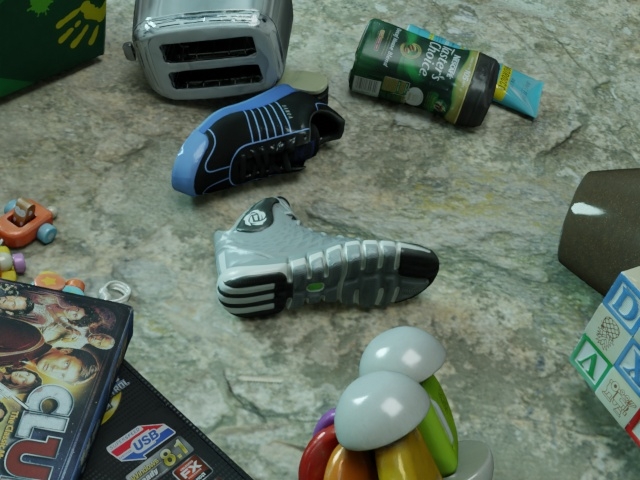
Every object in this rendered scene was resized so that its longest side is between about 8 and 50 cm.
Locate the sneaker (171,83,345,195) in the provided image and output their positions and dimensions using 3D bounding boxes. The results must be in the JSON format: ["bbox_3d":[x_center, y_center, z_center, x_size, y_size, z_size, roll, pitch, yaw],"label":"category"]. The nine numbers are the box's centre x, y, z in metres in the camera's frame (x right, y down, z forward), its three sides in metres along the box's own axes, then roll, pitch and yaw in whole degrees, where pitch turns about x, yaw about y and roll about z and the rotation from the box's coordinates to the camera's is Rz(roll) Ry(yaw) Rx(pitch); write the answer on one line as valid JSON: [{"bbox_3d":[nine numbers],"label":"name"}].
[{"bbox_3d":[-0.063,-0.107,0.999,0.091,0.081,0.232,28,44,22],"label":"sneaker"}]

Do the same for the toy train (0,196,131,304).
[{"bbox_3d":[-0.264,0.016,0.847,0.166,0.046,0.125,35,48,20],"label":"toy train"}]

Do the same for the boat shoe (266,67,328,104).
[{"bbox_3d":[-0.050,-0.196,1.122,0.133,0.042,0.049,21,55,21],"label":"boat shoe"}]

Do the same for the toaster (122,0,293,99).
[{"bbox_3d":[-0.121,-0.256,1.080,0.227,0.129,0.146,-3,49,6],"label":"toaster"}]

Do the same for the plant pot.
[{"bbox_3d":[0.378,0.010,0.939,0.231,0.215,0.215,19,42,25],"label":"plant pot"}]

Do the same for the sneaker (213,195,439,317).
[{"bbox_3d":[0.000,0.000,0.911,0.229,0.086,0.132,-4,45,-17],"label":"sneaker"}]

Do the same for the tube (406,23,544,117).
[{"bbox_3d":[0.205,-0.232,1.227,0.207,0.052,0.080,23,55,0],"label":"tube"}]

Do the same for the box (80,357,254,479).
[{"bbox_3d":[-0.213,0.208,0.661,0.216,0.060,0.270,39,49,21],"label":"box"}]

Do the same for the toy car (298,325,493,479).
[{"bbox_3d":[0.052,0.171,0.724,0.136,0.159,0.182,-21,13,22],"label":"toy car"}]

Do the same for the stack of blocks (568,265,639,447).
[{"bbox_3d":[0.348,0.176,0.767,0.087,0.171,0.297,-13,50,-26],"label":"stack of blocks"}]

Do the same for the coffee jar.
[{"bbox_3d":[0.135,-0.215,1.158,0.185,0.079,0.096,18,60,3],"label":"coffee jar"}]

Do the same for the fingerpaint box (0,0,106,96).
[{"bbox_3d":[-0.531,-0.314,1.018,0.445,0.163,0.371,35,47,19],"label":"fingerpaint box"}]

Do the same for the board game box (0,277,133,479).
[{"bbox_3d":[-0.248,0.133,0.652,0.165,0.042,0.243,12,45,-3],"label":"board game box"}]
